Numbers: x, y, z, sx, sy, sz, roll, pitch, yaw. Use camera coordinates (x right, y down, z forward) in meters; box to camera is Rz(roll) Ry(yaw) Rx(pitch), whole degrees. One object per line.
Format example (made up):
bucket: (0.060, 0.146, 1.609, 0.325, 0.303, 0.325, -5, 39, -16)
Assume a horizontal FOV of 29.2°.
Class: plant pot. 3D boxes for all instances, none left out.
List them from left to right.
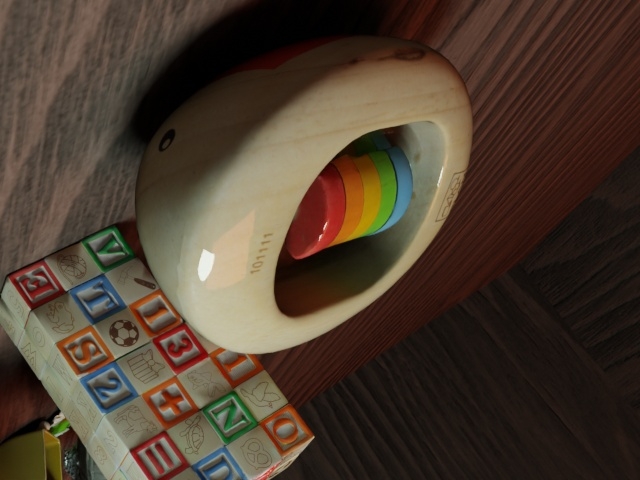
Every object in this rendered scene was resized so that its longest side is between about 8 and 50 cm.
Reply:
plant pot: (-0.420, 0.320, 1.747, 0.083, 0.081, 0.081, -9, 158, 3)

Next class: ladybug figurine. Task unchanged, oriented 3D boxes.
ladybug figurine: (-0.012, -0.058, 1.146, 0.449, 0.162, 0.305, -13, 128, -56)

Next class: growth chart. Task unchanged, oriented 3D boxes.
growth chart: (-0.340, 0.247, 1.855, 0.237, 0.021, 0.172, -31, 168, -23)

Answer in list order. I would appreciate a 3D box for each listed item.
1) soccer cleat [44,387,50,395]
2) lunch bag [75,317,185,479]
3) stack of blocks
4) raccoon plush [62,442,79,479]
soccer cleat: (-0.307, 0.135, 1.431, 0.076, 0.068, 0.196, 1, 158, -24)
lunch bag: (-0.188, 0.217, 1.455, 0.213, 0.256, 0.305, -6, -173, -9)
stack of blocks: (-0.168, 0.134, 1.227, 0.171, 0.297, 0.087, -29, 164, -35)
raccoon plush: (-0.253, 0.244, 1.769, 0.299, 0.446, 0.216, -8, -151, -1)
